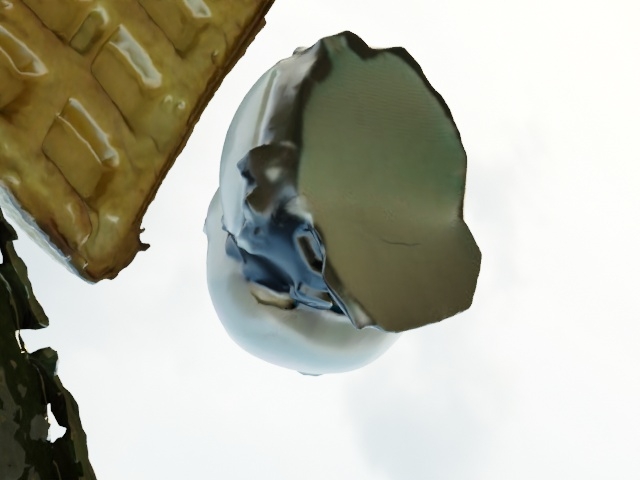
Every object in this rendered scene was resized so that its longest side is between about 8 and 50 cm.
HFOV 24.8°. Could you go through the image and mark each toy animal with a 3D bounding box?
[{"bbox_3d":[0.000,0.000,0.754,0.138,0.179,0.166,25,-121,-7],"label":"toy animal"}]

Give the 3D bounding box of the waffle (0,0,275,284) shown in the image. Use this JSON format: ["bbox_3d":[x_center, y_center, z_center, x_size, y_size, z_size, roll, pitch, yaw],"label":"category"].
[{"bbox_3d":[-0.178,-0.184,1.059,0.304,0.078,0.348,49,-123,-37],"label":"waffle"}]

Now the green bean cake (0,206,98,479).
[{"bbox_3d":[-0.208,0.071,0.548,0.255,0.132,0.241,-48,-54,-65],"label":"green bean cake"}]
